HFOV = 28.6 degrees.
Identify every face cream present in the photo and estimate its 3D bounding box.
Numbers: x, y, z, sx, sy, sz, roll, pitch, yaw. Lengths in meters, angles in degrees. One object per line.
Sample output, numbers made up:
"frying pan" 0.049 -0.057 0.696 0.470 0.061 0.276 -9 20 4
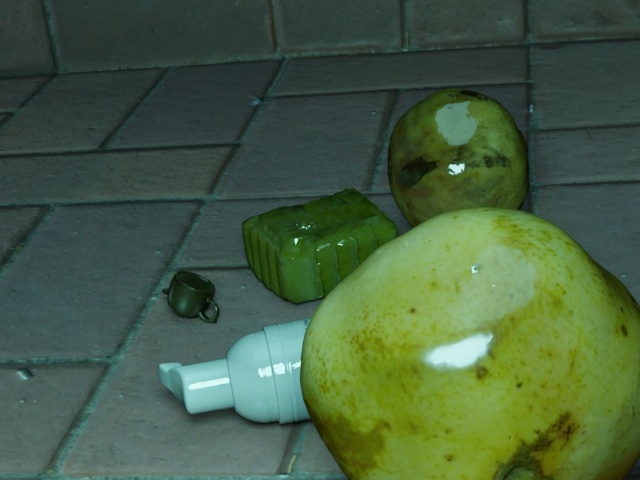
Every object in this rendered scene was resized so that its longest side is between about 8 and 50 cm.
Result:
"face cream" -0.040 0.187 1.770 0.370 0.145 0.145 -11 24 -6

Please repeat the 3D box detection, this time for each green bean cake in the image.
"green bean cake" 0.000 0.000 2.196 0.236 0.124 0.233 -16 26 -19

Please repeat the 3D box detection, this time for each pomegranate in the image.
"pomegranate" 0.249 -0.133 2.266 0.281 0.281 0.281 -5 24 2
"pomegranate" 0.182 0.149 1.480 0.417 0.416 0.416 -5 24 2

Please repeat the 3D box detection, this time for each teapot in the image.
"teapot" -0.216 0.101 2.104 0.121 0.068 0.076 32 19 24
